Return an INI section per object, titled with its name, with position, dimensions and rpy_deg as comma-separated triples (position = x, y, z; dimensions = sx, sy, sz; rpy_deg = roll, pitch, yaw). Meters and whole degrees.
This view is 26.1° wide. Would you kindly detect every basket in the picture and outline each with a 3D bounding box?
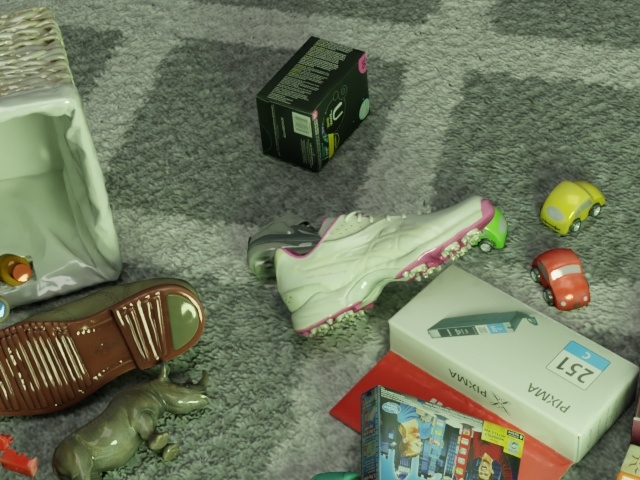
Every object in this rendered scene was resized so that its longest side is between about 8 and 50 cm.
[basket]
position = -0.472, -0.105, 1.884
dimensions = 0.328, 0.331, 0.266
rpy_deg = -14, 44, -8

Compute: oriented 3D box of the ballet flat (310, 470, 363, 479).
[ballet flat]
position = -0.032, 0.360, 1.572
dimensions = 0.087, 0.083, 0.247
rpy_deg = 2, 40, 43

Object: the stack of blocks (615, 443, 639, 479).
[stack of blocks]
position = 0.370, 0.381, 1.491
dimensions = 0.171, 0.087, 0.297
rpy_deg = 17, 50, 21

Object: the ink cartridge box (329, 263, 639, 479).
[ink cartridge box]
position = 0.201, 0.185, 1.716
dimensions = 0.296, 0.066, 0.261
rpy_deg = 29, 54, 30

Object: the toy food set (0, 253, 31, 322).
[toy food set]
position = -0.482, 0.081, 1.752
dimensions = 0.232, 0.111, 0.104
rpy_deg = -7, 4, -23

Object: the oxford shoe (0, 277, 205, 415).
[oxford shoe]
position = -0.319, 0.136, 1.809
dimensions = 0.348, 0.123, 0.130
rpy_deg = -15, 15, -3

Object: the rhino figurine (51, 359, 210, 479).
[rhino figurine]
position = -0.228, 0.231, 1.710
dimensions = 0.106, 0.073, 0.243
rpy_deg = 32, 55, 28

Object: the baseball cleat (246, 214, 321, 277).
[baseball cleat]
position = 0.000, 0.000, 1.913
dimensions = 0.205, 0.072, 0.109
rpy_deg = -2, 39, -1

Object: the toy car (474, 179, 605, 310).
[toy car]
position = 0.274, -0.016, 1.911
dimensions = 0.224, 0.053, 0.239
rpy_deg = 8, 47, 13

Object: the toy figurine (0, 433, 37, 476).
[toy figurine]
position = -0.333, 0.382, 1.502
dimensions = 0.217, 0.191, 0.363
rpy_deg = 14, 50, 12

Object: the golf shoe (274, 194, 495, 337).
[golf shoe]
position = 0.076, 0.004, 1.797
dimensions = 0.306, 0.115, 0.140
rpy_deg = -29, 77, 3

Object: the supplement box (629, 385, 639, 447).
[supplement box]
position = 0.443, 0.180, 1.684
dimensions = 0.104, 0.081, 0.188
rpy_deg = 11, 48, 15

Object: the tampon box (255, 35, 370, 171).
[tampon box]
position = -0.008, -0.206, 2.078
dimensions = 0.101, 0.120, 0.161
rpy_deg = 21, 52, 25

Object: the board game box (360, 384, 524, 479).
[board game box]
position = 0.123, 0.289, 1.583
dimensions = 0.194, 0.060, 0.194
rpy_deg = 20, 67, -14
